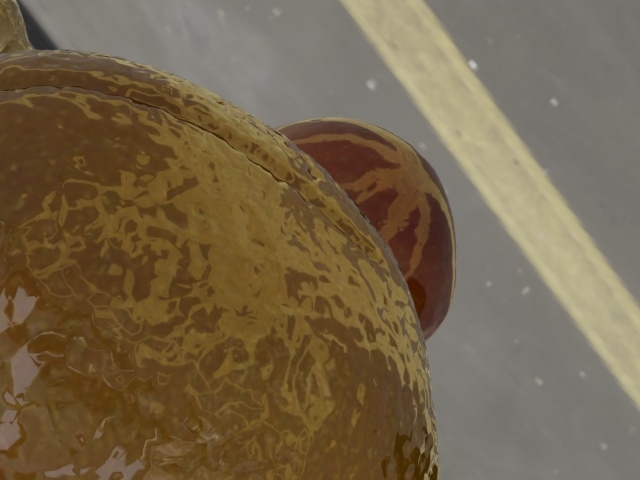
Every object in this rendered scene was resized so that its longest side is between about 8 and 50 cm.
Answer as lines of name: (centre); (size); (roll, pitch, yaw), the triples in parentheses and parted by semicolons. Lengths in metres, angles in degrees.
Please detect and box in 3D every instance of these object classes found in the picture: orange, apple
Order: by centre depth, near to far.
orange: (-0.105, 0.072, 0.660); (0.357, 0.322, 0.322); (28, 175, -23)
apple: (-0.008, 0.012, 1.022); (0.230, 0.230, 0.230); (45, 166, 15)

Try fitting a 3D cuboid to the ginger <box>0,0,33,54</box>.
ginger: (-0.447, -0.268, 1.629); (0.152, 0.138, 0.267); (61, -172, 33)
